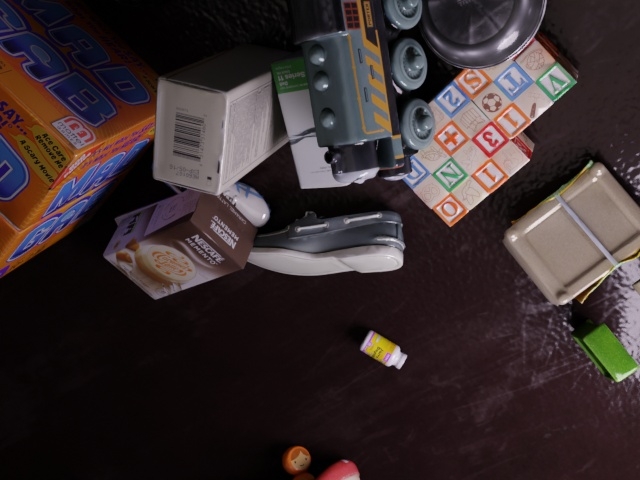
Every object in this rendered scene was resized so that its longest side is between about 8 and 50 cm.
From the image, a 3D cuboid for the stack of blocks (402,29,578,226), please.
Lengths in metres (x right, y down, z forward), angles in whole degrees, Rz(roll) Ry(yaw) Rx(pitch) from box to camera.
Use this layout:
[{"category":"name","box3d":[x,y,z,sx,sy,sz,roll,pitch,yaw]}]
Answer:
[{"category":"stack of blocks","box3d":[0.257,-0.184,1.251,0.171,0.087,0.297,45,118,-3]}]

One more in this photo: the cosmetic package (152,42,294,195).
[{"category":"cosmetic package","box3d":[-0.138,-0.201,1.254,0.113,0.309,0.160,15,115,12]}]

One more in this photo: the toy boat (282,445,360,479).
[{"category":"toy boat","box3d":[-0.032,0.491,1.625,0.231,0.151,0.151,-29,72,27]}]

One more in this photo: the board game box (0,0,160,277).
[{"category":"board game box","box3d":[-0.530,-0.201,1.359,0.356,0.356,0.356,44,119,-3]}]

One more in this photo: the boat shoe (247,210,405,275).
[{"category":"boat shoe","box3d":[0.000,0.000,1.432,0.319,0.116,0.099,-2,68,27]}]

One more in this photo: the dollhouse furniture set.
[{"category":"dollhouse furniture set","box3d":[0.457,0.051,1.298,0.197,0.151,0.301,-38,79,7]}]

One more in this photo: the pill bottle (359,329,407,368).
[{"category":"pill bottle","box3d":[0.118,0.205,1.488,0.083,0.043,0.043,30,118,5]}]

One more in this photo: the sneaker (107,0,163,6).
[{"category":"sneaker","box3d":[-0.281,-0.450,1.327,0.272,0.100,0.108,-2,97,16]}]

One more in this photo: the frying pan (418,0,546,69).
[{"category":"frying pan","box3d":[0.226,-0.408,1.133,0.197,0.053,0.326,10,105,29]}]

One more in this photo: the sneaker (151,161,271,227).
[{"category":"sneaker","box3d":[-0.201,-0.088,1.450,0.237,0.086,0.085,30,117,3]}]

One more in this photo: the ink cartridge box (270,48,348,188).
[{"category":"ink cartridge box","box3d":[0.008,-0.204,1.291,0.087,0.153,0.208,-5,109,24]}]

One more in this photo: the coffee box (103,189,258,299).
[{"category":"coffee box","box3d":[-0.255,0.004,1.452,0.246,0.098,0.141,-20,128,37]}]

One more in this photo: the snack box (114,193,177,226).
[{"category":"snack box","box3d":[-0.311,-0.042,1.542,0.178,0.022,0.064,-17,105,24]}]

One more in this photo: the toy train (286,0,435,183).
[{"category":"toy train","box3d":[0.056,-0.245,1.156,0.142,0.190,0.334,2,104,47]}]
